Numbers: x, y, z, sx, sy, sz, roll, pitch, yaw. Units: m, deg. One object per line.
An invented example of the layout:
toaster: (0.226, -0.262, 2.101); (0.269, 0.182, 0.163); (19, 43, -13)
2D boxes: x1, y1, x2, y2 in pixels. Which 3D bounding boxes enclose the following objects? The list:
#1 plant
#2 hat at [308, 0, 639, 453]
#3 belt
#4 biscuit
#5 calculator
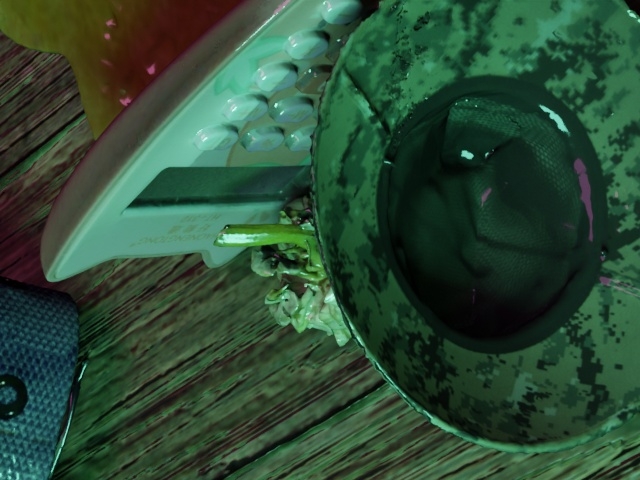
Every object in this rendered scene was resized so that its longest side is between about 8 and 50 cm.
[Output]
plant: (0.000, 0.000, 0.977); (0.116, 0.122, 0.104); (-35, 49, 34)
hat: (0.085, -0.009, 0.887); (0.128, 0.265, 0.265); (147, 125, -63)
belt: (-0.236, 0.138, 1.114); (0.139, 0.126, 0.230); (15, 88, 63)
biscuit: (-0.123, -0.223, 1.071); (0.275, 0.052, 0.355); (-19, 98, 34)
calculator: (-0.014, -0.087, 0.937); (0.329, 0.220, 0.048); (-40, 69, 30)
